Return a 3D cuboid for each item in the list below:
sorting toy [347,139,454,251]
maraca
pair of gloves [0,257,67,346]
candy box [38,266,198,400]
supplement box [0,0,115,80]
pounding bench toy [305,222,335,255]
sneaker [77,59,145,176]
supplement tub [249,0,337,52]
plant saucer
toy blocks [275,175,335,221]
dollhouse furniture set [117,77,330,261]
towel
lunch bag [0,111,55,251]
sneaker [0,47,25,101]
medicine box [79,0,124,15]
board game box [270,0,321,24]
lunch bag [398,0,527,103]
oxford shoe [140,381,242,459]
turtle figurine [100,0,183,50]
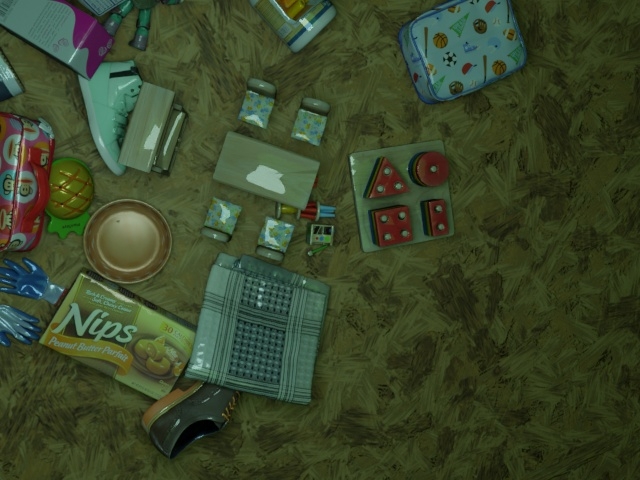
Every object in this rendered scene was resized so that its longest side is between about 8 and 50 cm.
[{"bbox_3d":[0.219,-0.114,1.647,0.256,0.089,0.256,-11,98,-13],"label":"sorting toy"},{"bbox_3d":[-0.565,-0.094,1.448,0.127,0.099,0.186,-15,118,-40],"label":"maraca"},{"bbox_3d":[-0.690,0.144,1.478,0.159,0.023,0.198,32,87,-15],"label":"pair of gloves"},{"bbox_3d":[-0.459,0.220,1.509,0.316,0.087,0.183,31,88,-15],"label":"candy box"},{"bbox_3d":[-0.570,-0.452,1.371,0.220,0.114,0.111,32,87,7],"label":"supplement box"},{"bbox_3d":[0.000,0.000,1.622,0.065,0.052,0.084,4,95,-15],"label":"pounding bench toy"},{"bbox_3d":[-0.440,-0.282,1.458,0.150,0.094,0.256,-14,96,-6],"label":"sneaker"},{"bbox_3d":[-0.075,-0.556,1.501,0.144,0.144,0.200,-46,104,-6],"label":"supplement tub"},{"bbox_3d":[-0.450,0.001,1.515,0.199,0.037,0.200,-2,96,-15],"label":"plant saucer"},{"bbox_3d":[-0.034,-0.110,1.601,0.148,0.054,0.123,2,95,-14],"label":"toy blocks"},{"bbox_3d":[-0.202,-0.181,1.416,0.393,0.256,0.363,18,91,-5],"label":"dollhouse furniture set"},{"bbox_3d":[-0.136,0.203,1.539,0.311,0.056,0.325,18,63,-15],"label":"towel"},{"bbox_3d":[-0.671,-0.124,1.353,0.258,0.120,0.294,11,93,19],"label":"lunch bag"},{"bbox_3d":[-0.771,-0.410,1.365,0.153,0.099,0.282,-32,105,-11],"label":"sneaker"},{"bbox_3d":[-0.425,-0.665,1.327,0.289,0.149,0.264,-29,78,4],"label":"medicine box"},{"bbox_3d":[-0.103,-0.693,1.394,0.390,0.050,0.390,49,40,-15],"label":"board game box"},{"bbox_3d":[0.361,-0.497,1.635,0.303,0.115,0.243,-25,98,-10],"label":"lunch bag"},{"bbox_3d":[-0.233,0.376,1.529,0.363,0.132,0.130,-35,142,-16],"label":"oxford shoe"},{"bbox_3d":[-0.399,-0.554,1.441,0.175,0.118,0.234,24,95,-15],"label":"turtle figurine"}]
